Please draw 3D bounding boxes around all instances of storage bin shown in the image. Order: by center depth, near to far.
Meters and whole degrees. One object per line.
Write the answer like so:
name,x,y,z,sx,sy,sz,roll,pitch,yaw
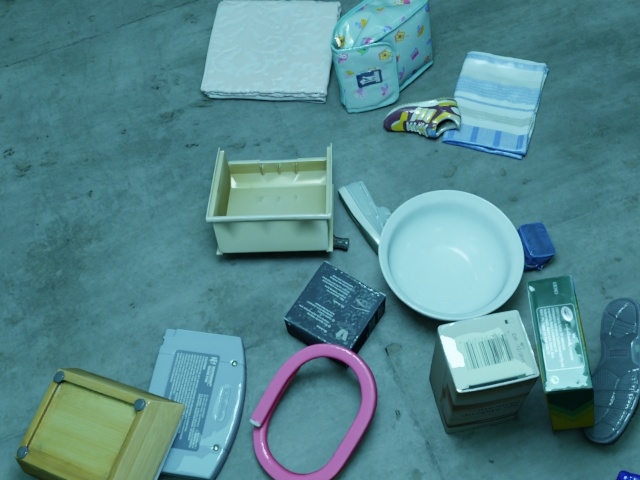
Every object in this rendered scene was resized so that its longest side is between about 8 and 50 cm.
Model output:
storage bin,-0.101,-0.100,1.739,0.262,0.123,0.261,-2,46,4

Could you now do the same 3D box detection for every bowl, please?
bowl,0.267,0.053,1.644,0.297,0.134,0.298,0,63,0

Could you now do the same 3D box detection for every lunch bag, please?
lunch bag,0.461,0.018,1.691,0.067,0.065,0.099,-5,60,-16
lunch bag,0.139,-0.453,1.872,0.262,0.223,0.160,-43,61,-16

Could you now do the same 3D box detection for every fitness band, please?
fitness band,-0.014,0.341,1.522,0.209,0.054,0.291,30,87,17

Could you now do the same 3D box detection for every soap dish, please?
soap dish,-0.434,0.379,1.508,0.290,0.118,0.229,11,67,27

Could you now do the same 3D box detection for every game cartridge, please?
game cartridge,-0.257,0.334,1.594,0.197,0.062,0.297,9,63,5

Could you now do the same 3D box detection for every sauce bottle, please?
sauce bottle,0.000,0.000,1.751,0.128,0.042,0.042,10,64,10

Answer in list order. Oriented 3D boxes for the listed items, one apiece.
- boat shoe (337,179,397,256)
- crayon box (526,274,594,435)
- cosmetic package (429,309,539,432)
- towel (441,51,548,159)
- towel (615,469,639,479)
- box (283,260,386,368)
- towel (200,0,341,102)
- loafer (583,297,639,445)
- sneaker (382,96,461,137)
boat shoe,0.122,-0.049,1.745,0.081,0.079,0.228,-30,61,-6
crayon box,0.446,0.222,1.435,0.083,0.323,0.203,-9,62,14
cosmetic package,0.296,0.253,1.452,0.153,0.296,0.129,-13,63,0
towel,0.427,-0.337,1.896,0.209,0.034,0.285,14,65,13
towel,0.666,0.561,1.385,0.308,0.076,0.228,16,64,13
box,0.032,0.156,1.638,0.155,0.093,0.158,29,68,17
towel,-0.124,-0.496,2.014,0.331,0.053,0.317,4,64,7
loafer,0.596,0.265,1.537,0.109,0.095,0.303,-2,59,43
sneaker,0.241,-0.282,1.853,0.185,0.070,0.084,-13,59,11
